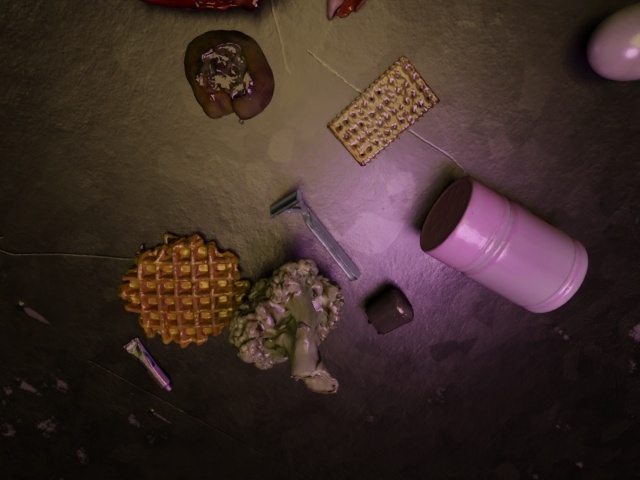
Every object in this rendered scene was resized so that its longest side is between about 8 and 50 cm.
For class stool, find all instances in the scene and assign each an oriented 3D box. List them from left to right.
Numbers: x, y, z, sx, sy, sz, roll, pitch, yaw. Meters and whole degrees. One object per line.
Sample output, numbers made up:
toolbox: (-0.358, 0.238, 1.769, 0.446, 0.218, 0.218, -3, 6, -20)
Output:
stool: (0.174, 0.180, 1.083, 0.110, 0.096, 0.096, -34, 104, 14)

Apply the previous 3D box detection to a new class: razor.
razor: (0.005, -0.006, 1.047, 0.278, 0.056, 0.111, 46, 137, -19)

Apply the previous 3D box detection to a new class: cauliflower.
cauliflower: (-0.078, 0.193, 0.980, 0.260, 0.281, 0.327, 9, 115, -1)

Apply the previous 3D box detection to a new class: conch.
conch: (0.066, -0.542, 0.869, 0.104, 0.094, 0.176, -6, 117, -41)

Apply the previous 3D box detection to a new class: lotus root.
lotus root: (-0.202, -0.355, 0.924, 0.183, 0.078, 0.204, -28, 107, 7)

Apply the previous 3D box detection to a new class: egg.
egg: (0.669, -0.415, 0.892, 0.209, 0.151, 0.151, -11, 106, -2)

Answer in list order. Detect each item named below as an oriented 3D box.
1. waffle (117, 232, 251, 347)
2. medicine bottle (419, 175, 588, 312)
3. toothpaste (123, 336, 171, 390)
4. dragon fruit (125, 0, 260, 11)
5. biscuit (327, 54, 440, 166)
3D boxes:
waffle: (-0.337, 0.125, 1.067, 0.328, 0.062, 0.330, 0, 106, -1)
medicine bottle: (0.412, 0.011, 0.983, 0.315, 0.202, 0.202, 29, 103, -10)
toothpaste: (-0.454, 0.335, 1.141, 0.045, 0.028, 0.170, -34, 101, 1)
dragon fruit: (-0.230, -0.599, 0.849, 0.329, 0.228, 0.286, 18, 139, -27)
biscuit: (0.143, -0.290, 0.982, 0.231, 0.016, 0.139, -41, 103, 10)
